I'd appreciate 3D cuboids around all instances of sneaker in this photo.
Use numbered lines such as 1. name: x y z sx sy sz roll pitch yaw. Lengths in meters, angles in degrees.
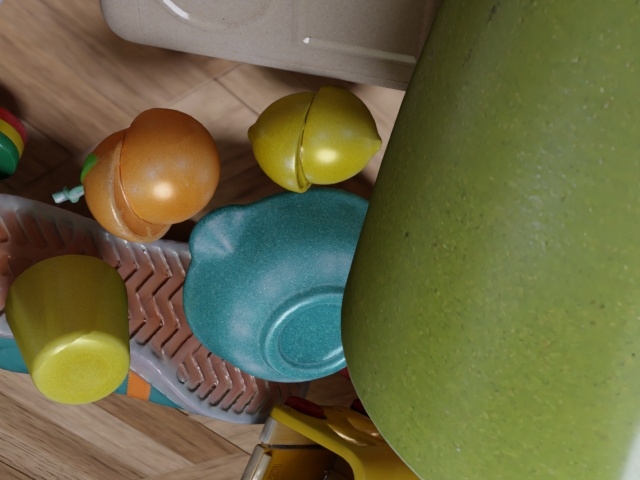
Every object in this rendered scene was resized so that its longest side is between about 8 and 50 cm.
1. sneaker: -0.141 0.047 0.818 0.302 0.108 0.121 26 160 -37

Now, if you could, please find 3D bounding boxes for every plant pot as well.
1. plant pot: 0.155 -0.069 0.451 0.275 0.274 0.293 10 128 6

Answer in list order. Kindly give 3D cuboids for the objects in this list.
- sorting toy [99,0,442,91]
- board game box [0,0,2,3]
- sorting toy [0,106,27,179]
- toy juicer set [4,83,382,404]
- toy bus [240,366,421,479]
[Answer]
1. sorting toy: -0.011 -0.150 0.567 0.208 0.038 0.193 15 145 7
2. board game box: -0.304 -0.102 0.488 0.066 0.318 0.319 -17 134 37
3. sorting toy: -0.309 -0.063 0.780 0.275 0.046 0.132 10 145 4
4. toy juicer set: 0.000 0.000 0.713 0.329 0.089 0.209 6 124 -25
5. toy bus: 0.027 0.175 0.864 0.104 0.202 0.190 25 141 29
